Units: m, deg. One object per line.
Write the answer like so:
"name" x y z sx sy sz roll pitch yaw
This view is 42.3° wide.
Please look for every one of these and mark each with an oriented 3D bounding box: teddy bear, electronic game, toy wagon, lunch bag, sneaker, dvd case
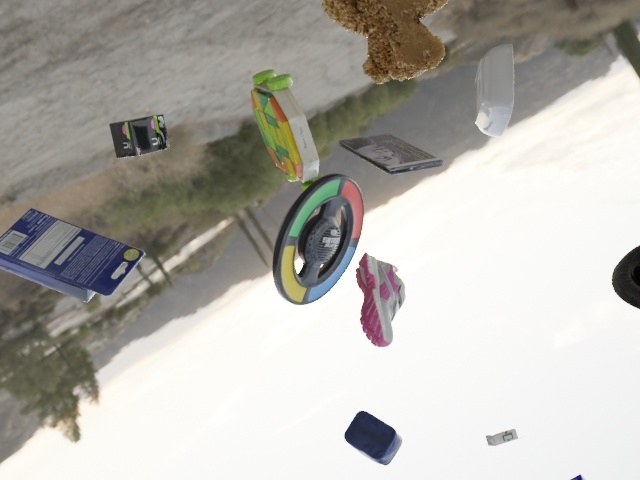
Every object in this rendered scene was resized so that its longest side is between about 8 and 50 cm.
"teddy bear" 0.124 -0.469 1.600 0.245 0.338 0.113 -35 -179 -12
"electronic game" 0.000 0.000 1.358 0.048 0.229 0.229 24 -135 32
"toy wagon" -0.091 -0.260 1.923 0.068 0.267 0.344 -24 -157 -13
"lunch bag" 0.091 0.349 1.459 0.067 0.098 0.065 -54 150 -14
"sneaker" 0.159 0.142 2.002 0.111 0.252 0.103 7 146 -17
"dvd case" 0.173 -0.219 2.058 0.164 0.018 0.221 -12 -149 -32

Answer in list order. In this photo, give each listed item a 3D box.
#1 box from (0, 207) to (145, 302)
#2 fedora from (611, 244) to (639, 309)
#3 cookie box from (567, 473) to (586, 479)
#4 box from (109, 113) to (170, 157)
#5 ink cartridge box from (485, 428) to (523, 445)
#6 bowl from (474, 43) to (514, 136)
"box" -0.429 0.029 1.405 0.136 0.225 0.036 -62 169 -51
"fedora" 0.757 0.111 1.653 0.334 0.152 0.334 -19 -157 8
"cookie box" 0.506 0.506 1.542 0.040 0.107 0.092 -33 -153 21
"box" -0.308 -0.178 1.412 0.052 0.062 0.083 -1 -166 34
"ink cartridge box" 0.466 0.495 2.091 0.083 0.028 0.048 -12 171 -15
"bowl" 0.309 -0.267 1.486 0.053 0.142 0.142 1 163 3
